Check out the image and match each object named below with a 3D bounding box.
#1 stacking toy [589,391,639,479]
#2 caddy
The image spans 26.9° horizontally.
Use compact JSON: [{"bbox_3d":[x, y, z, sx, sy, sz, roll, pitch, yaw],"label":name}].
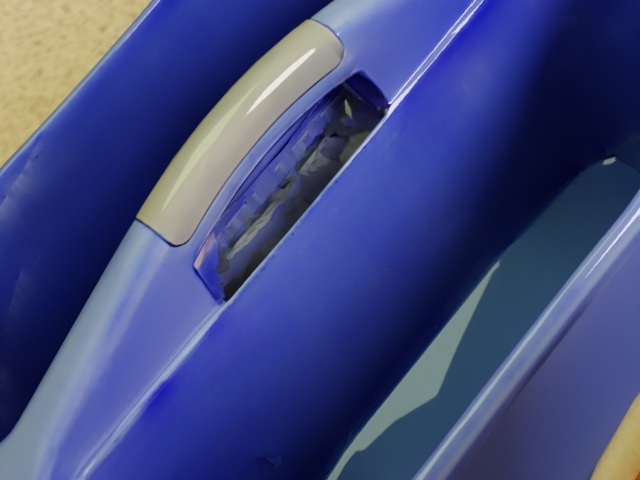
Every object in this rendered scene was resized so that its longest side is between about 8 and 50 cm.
[{"bbox_3d":[0.102,0.167,0.129,0.351,0.480,0.350,6,100,33],"label":"stacking toy"},{"bbox_3d":[0.000,0.000,0.512,0.241,0.179,0.341,32,77,35],"label":"caddy"}]
